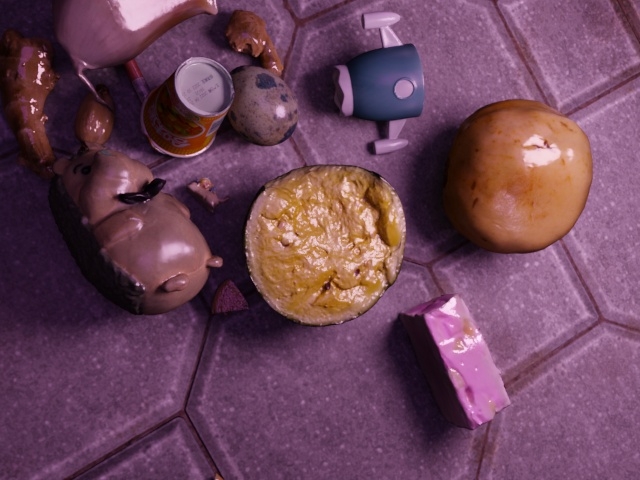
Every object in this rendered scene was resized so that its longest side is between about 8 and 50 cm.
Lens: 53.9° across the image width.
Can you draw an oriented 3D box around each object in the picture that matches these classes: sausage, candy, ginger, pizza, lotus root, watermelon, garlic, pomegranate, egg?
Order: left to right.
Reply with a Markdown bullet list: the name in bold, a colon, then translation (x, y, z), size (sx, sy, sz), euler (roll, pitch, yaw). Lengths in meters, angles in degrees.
- **ginger**: translation (-0.554, -0.261, 1.217), size (0.131, 0.086, 0.294), euler (-14, 90, -4)
- **lotus root**: translation (-0.449, -0.236, 1.252), size (0.073, 0.062, 0.150), euler (19, 77, -36)
- **garlic**: translation (-0.398, -0.468, 1.233), size (0.340, 0.231, 0.246), euler (-47, 136, -5)
- **sausage**: translation (-0.356, -0.288, 1.295), size (0.029, 0.029, 0.223), euler (-26, 91, -14)
- **pizza**: translation (-0.184, 0.126, 1.300), size (0.078, 0.025, 0.083), euler (29, 86, -5)
- **ginger**: translation (-0.145, -0.416, 1.337), size (0.096, 0.067, 0.165), euler (-33, 93, -36)
- **egg**: translation (-0.125, -0.279, 1.293), size (0.141, 0.141, 0.181), euler (-35, 87, -14)
- **watermelon**: translation (0.000, 0.000, 1.276), size (0.331, 0.189, 0.330), euler (-2, 101, -11)
- **candy**: translation (0.283, 0.249, 1.333), size (0.116, 0.155, 0.265), euler (-23, 90, -11)
- **pomegranate**: translation (0.413, -0.132, 1.322), size (0.333, 0.332, 0.332), euler (1, 85, -13)

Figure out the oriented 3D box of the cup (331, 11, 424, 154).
- **cup**: translation (0.118, -0.330, 1.348), size (0.173, 0.167, 0.299), euler (-9, 112, -6)

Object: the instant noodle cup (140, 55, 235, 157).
- **instant noodle cup**: translation (-0.251, -0.264, 1.220), size (0.168, 0.185, 0.168), euler (6, 77, -26)

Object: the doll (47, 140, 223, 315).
- **doll**: translation (-0.357, -0.028, 1.174), size (0.349, 0.247, 0.247), euler (44, 77, 8)

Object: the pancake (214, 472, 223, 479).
- **pancake**: translation (-0.199, 0.624, 1.237), size (0.212, 0.056, 0.257), euler (34, 86, -1)

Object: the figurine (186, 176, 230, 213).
- **figurine**: translation (-0.234, -0.098, 1.304), size (0.083, 0.047, 0.050), euler (43, 62, 1)
